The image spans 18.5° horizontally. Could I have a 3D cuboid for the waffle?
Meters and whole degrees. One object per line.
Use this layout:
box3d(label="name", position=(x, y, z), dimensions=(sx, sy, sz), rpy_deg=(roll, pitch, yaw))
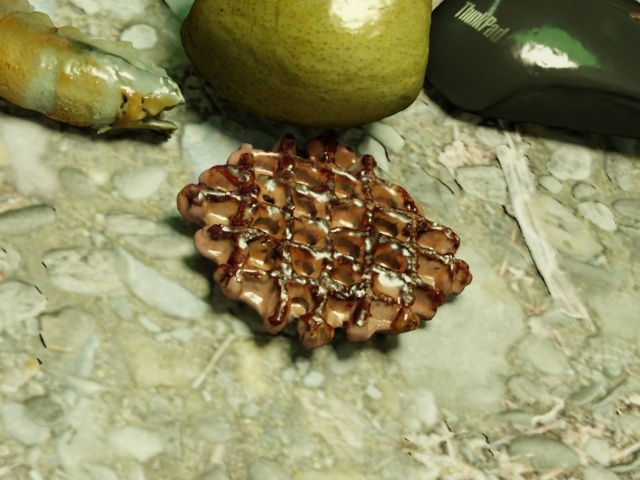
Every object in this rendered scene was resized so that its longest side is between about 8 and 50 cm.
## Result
box3d(label="waffle", position=(0.000, 0.000, 1.594), dimensions=(0.221, 0.055, 0.234), rpy_deg=(44, 41, 19))

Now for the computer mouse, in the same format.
box3d(label="computer mouse", position=(0.227, -0.184, 1.825), dimensions=(0.269, 0.100, 0.170), rpy_deg=(7, 43, -12))

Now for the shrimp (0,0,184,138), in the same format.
box3d(label="shrimp", position=(-0.242, -0.187, 1.657), dimensions=(0.185, 0.068, 0.287), rpy_deg=(-2, 40, -32))

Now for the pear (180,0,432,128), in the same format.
box3d(label="pear", position=(-0.012, -0.190, 1.656), dimensions=(0.211, 0.188, 0.228), rpy_deg=(6, 11, 2))
